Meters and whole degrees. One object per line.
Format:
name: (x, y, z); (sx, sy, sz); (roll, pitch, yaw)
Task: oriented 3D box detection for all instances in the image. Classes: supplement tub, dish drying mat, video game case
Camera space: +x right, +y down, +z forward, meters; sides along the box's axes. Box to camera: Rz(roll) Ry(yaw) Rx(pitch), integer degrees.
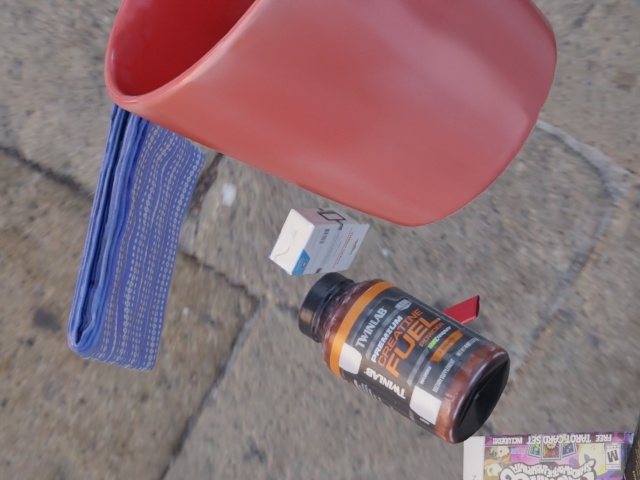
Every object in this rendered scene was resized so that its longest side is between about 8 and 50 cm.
supplement tub: (0.074, 0.105, 1.502); (0.198, 0.106, 0.106); (29, 94, 25)
dish drying mat: (0.133, 0.084, 1.646); (0.083, 0.032, 0.008); (-28, 123, 34)
video game case: (0.268, 0.332, 1.847); (0.232, 0.042, 0.210); (-7, 75, 41)

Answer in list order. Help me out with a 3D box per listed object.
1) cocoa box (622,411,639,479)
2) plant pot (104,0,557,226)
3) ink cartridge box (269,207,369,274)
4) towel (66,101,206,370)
cocoa box: (0.433, 0.329, 1.441); (0.231, 0.228, 0.347); (-9, 53, -4)
plant pot: (0.019, -0.150, 1.135); (0.243, 0.275, 0.275); (32, 94, -28)
ink cartridge box: (0.000, 0.000, 1.294); (0.028, 0.083, 0.048); (36, 111, 28)
towel: (-0.164, 0.000, 1.484); (0.040, 0.336, 0.243); (11, 84, 6)
